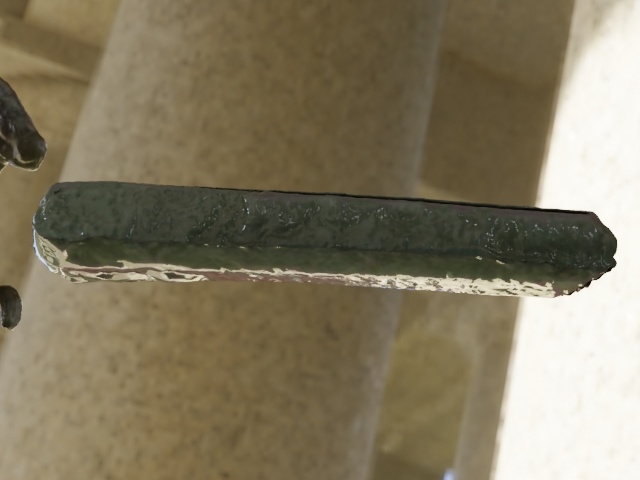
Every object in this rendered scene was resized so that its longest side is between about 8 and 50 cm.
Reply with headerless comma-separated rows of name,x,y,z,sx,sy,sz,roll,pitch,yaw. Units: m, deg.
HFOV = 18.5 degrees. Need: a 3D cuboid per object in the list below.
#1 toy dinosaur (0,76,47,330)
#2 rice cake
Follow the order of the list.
toy dinosaur,-0.249,-0.006,1.068,0.294,0.162,0.077,-7,-5,29
rice cake,0.000,0.000,0.695,0.207,0.033,0.033,3,-29,8
